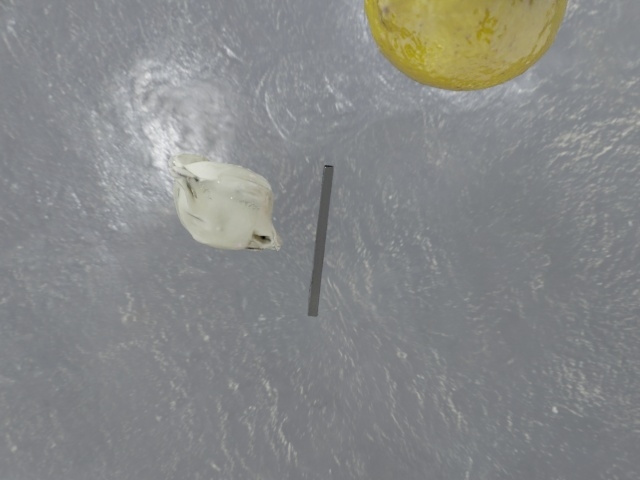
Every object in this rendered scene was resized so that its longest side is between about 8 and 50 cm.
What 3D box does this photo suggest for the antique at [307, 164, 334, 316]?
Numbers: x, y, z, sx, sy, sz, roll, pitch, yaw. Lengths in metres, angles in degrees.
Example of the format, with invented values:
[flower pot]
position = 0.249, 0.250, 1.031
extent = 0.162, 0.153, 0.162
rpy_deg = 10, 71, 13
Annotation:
[antique]
position = 0.000, 0.000, 0.881
extent = 0.015, 0.031, 0.192
rpy_deg = 6, 96, 1

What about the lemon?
[lemon]
position = 0.204, -0.332, 0.953
extent = 0.310, 0.253, 0.253
rpy_deg = -11, 83, -30

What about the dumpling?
[dumpling]
position = -0.133, -0.057, 0.964
extent = 0.118, 0.136, 0.199
rpy_deg = -40, 127, 14
